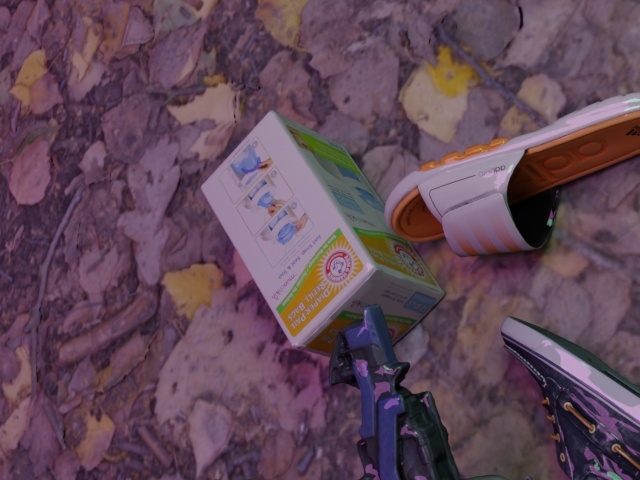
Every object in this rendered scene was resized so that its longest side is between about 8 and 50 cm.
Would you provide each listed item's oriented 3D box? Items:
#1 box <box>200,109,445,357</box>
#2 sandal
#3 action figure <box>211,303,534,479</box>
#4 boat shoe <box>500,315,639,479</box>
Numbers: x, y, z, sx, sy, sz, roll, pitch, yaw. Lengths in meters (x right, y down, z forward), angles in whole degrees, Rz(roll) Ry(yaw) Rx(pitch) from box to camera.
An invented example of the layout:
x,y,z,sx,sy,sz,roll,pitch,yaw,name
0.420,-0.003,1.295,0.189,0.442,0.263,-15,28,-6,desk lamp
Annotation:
x,y,z,sx,sy,sz,roll,pitch,yaw,name
0.000,0.000,1.157,0.103,0.114,0.203,-46,53,18,box
0.166,-0.037,1.038,0.265,0.102,0.076,-24,60,31,sandal
0.069,0.214,0.992,0.330,0.178,0.341,-12,89,34,action figure
0.192,0.131,0.987,0.183,0.065,0.083,36,101,40,boat shoe
